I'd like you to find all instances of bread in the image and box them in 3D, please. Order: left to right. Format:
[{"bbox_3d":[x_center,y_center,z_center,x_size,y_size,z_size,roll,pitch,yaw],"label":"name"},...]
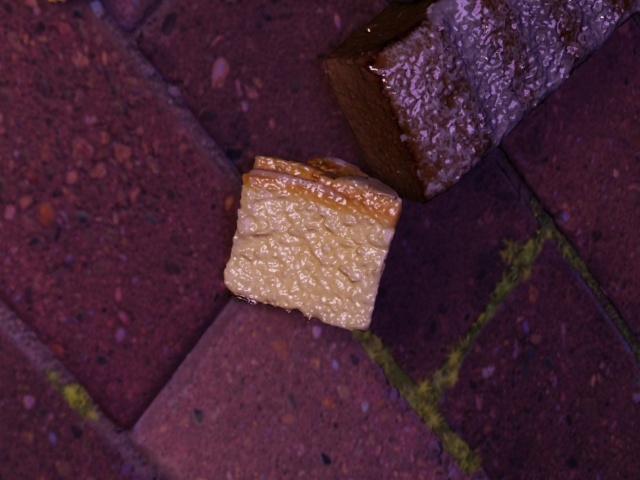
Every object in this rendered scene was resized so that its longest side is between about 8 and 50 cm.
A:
[{"bbox_3d":[0.000,0.000,1.769,0.127,0.152,0.147,5,100,-39],"label":"bread"},{"bbox_3d":[0.184,-0.221,1.920,0.416,0.113,0.165,-43,117,-27],"label":"bread"}]

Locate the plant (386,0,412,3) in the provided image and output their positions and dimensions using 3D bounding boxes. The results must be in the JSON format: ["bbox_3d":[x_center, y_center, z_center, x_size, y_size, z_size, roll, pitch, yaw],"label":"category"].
[{"bbox_3d":[0.103,-0.324,1.829,0.142,0.131,0.203,38,56,-34],"label":"plant"}]

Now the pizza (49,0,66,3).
[{"bbox_3d":[-0.148,-0.333,1.628,0.289,0.081,0.229,-62,160,16],"label":"pizza"}]
